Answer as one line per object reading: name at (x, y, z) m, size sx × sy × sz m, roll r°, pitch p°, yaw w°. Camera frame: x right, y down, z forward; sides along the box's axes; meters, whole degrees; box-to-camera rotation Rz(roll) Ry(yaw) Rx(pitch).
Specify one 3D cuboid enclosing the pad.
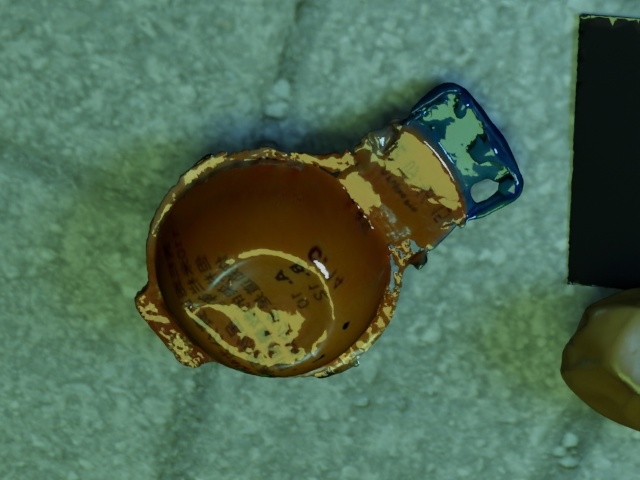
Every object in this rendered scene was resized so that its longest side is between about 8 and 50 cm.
pad at (0.372, -0.047, 1.181) m, size 0.368 × 0.007 × 0.247 m, roll 5°, pitch 126°, yaw 11°

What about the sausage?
sausage at (0.310, 0.108, 1.238) m, size 0.241 × 0.120 × 0.136 m, roll 14°, pitch 171°, yaw 7°

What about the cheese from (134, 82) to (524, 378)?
cheese at (0.000, 0.000, 1.243) m, size 0.329 × 0.129 × 0.217 m, roll -32°, pitch 109°, yaw 19°
